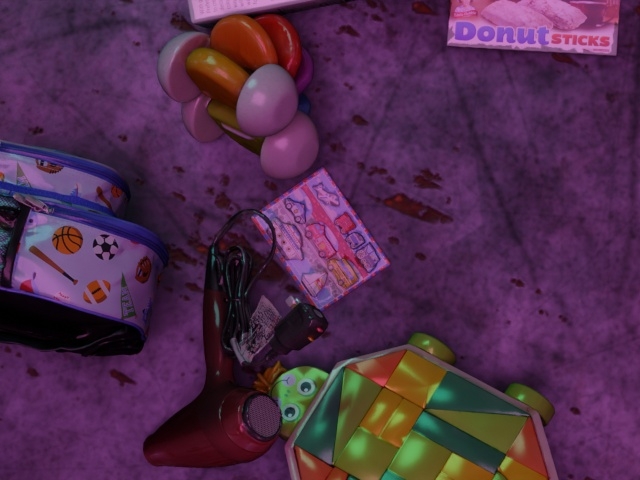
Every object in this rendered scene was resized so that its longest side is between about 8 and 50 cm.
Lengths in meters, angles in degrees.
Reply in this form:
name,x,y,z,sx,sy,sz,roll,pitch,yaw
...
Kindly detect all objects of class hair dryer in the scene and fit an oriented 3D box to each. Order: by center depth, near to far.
name,x,y,z,sx,sy,sz,roll,pitch,yaw
hair dryer,-0.095,0.135,1.832,0.080,0.223,0.293,23,110,-33

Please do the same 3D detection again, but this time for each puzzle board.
name,x,y,z,sx,sy,sz,roll,pitch,yaw
puzzle board,0.000,0.000,1.865,0.096,0.011,0.128,-35,90,6

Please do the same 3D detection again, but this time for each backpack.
name,x,y,z,sx,sy,sz,roll,pitch,yaw
backpack,-0.289,0.018,1.782,0.263,0.276,0.213,20,83,0

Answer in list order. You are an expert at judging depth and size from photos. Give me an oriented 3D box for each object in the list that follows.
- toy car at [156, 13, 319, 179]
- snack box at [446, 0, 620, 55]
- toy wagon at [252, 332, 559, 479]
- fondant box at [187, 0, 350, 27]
name,x,y,z,sx,sy,sz,roll,pitch,yaw
toy car,-0.067,-0.161,1.786,0.159,0.182,0.136,26,71,30
snack box,0.224,-0.231,1.823,0.178,0.022,0.064,4,96,4
toy wagon,0.068,0.222,1.793,0.344,0.068,0.267,28,71,18
fondant box,0.009,-0.368,1.794,0.330,0.096,0.238,-10,93,4
